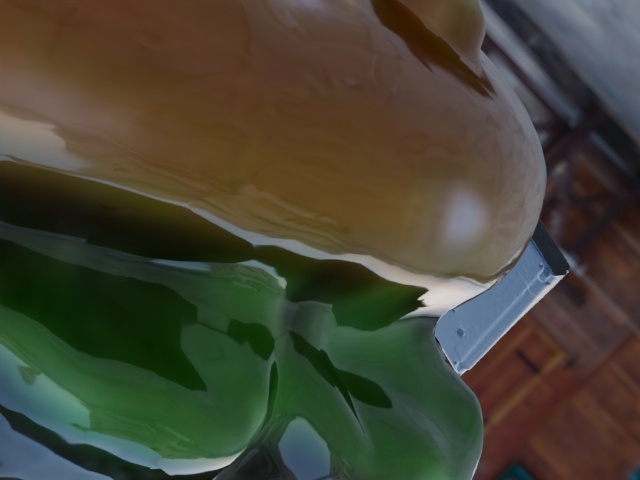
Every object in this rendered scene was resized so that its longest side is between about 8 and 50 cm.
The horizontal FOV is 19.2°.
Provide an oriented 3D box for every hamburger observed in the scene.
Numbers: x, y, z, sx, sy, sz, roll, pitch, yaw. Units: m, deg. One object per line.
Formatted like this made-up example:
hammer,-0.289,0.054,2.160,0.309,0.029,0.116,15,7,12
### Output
hamburger,-0.125,-0.018,0.606,0.395,0.277,0.396,22,-168,-5

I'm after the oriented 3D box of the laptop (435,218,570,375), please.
laptop,0.092,0.004,1.274,0.135,0.016,0.197,58,154,13
